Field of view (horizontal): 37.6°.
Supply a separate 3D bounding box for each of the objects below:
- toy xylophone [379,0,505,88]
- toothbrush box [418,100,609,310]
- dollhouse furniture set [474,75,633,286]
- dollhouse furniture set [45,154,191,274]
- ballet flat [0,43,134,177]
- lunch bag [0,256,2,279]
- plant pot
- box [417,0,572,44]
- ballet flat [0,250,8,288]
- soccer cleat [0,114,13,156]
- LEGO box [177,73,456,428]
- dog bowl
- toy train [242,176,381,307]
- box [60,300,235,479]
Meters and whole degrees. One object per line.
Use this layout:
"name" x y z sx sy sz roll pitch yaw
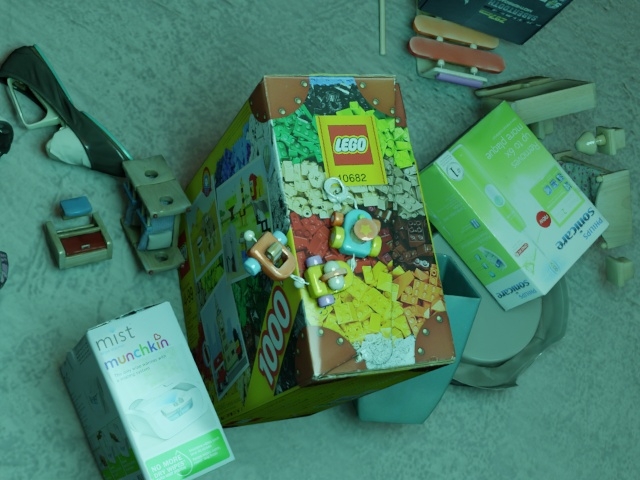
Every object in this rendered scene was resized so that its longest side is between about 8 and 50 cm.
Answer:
"toy xylophone" 0.228 -0.436 1.827 0.236 0.081 0.323 0 72 -22
"toothbrush box" 0.315 -0.059 1.602 0.206 0.122 0.283 -40 92 -28
"dollhouse furniture set" 0.415 -0.108 1.754 0.173 0.303 0.356 -14 108 -13
"dollhouse furniture set" -0.306 -0.026 1.420 0.183 0.129 0.129 -13 48 -26
"ballet flat" -0.410 -0.184 1.487 0.096 0.095 0.280 -39 79 -18
"lunch bag" -0.576 0.108 1.228 0.305 0.212 0.256 6 113 -28
"plant pot" 0.120 0.152 1.437 0.165 0.165 0.234 5 111 -12
"box" 0.321 -0.454 1.720 0.232 0.183 0.059 15 68 -18
"ballet flat" -0.564 0.014 1.368 0.221 0.077 0.079 17 49 -21
"soccer cleat" -0.614 -0.116 1.380 0.318 0.109 0.116 -35 66 -25
"LEGO box" -0.043 0.044 1.322 0.193 0.500 0.373 -4 74 -24
"dog bowl" 0.264 0.097 1.654 0.348 0.102 0.349 7 71 -20
"toy train" 0.000 0.000 1.046 0.125 0.046 0.166 48 63 -2
"box" -0.253 0.236 1.308 0.126 0.262 0.231 -20 80 -27
